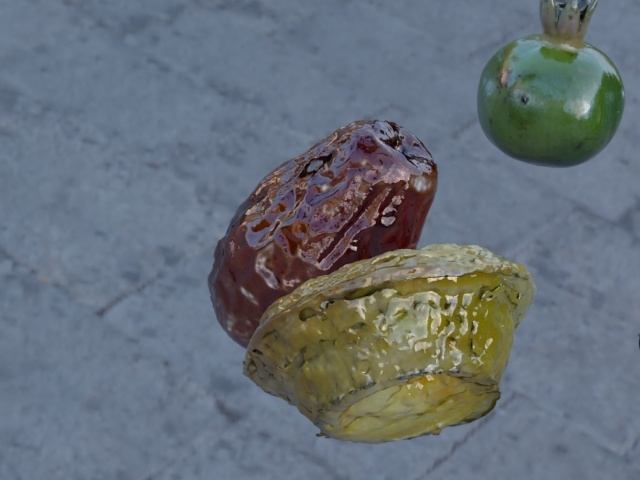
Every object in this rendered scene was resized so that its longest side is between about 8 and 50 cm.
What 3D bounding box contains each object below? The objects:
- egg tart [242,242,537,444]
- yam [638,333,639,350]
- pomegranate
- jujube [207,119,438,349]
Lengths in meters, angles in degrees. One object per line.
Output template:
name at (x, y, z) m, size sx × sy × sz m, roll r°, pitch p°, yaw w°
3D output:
egg tart at (0.044, 0.068, 0.870) m, size 0.191 × 0.191 × 0.074 m, roll 1°, pitch 60°, yaw -26°
yam at (0.201, 0.047, 0.739) m, size 0.014 × 0.014 × 0.107 m, roll -14°, pitch 0°, yaw -42°
pomegranate at (0.288, -0.201, 1.826) m, size 0.187 × 0.225 × 0.187 m, roll 7°, pitch 27°, yaw -4°
jujube at (0.000, 0.000, 1.576) m, size 0.197 × 0.290 × 0.197 m, roll 33°, pitch 25°, yaw -18°
